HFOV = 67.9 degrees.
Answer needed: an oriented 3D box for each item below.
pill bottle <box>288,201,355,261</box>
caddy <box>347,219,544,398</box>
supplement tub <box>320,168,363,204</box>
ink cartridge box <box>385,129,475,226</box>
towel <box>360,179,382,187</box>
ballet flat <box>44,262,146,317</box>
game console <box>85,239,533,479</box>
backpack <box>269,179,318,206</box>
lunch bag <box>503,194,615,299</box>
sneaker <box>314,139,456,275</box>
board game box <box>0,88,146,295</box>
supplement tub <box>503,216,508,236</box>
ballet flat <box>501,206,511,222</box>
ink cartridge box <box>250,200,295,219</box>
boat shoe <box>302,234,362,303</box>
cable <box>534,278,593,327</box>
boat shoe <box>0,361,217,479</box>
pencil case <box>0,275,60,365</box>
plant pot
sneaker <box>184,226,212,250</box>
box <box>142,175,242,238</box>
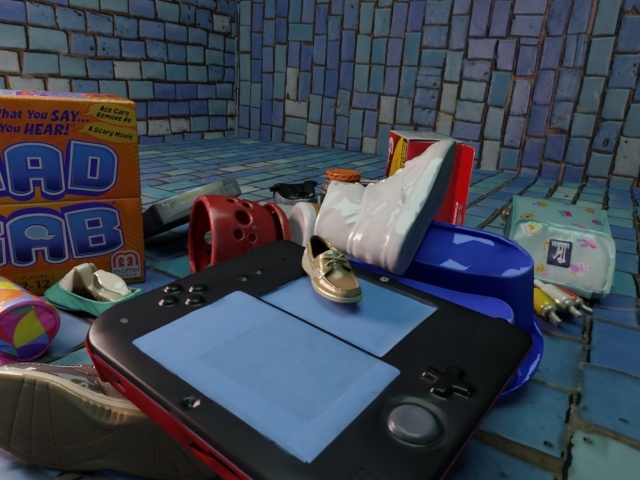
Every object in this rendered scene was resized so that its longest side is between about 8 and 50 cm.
[{"bbox_3d":[0.053,-0.007,1.006,0.229,0.131,0.131,5,16,-23],"label":"pill bottle"},{"bbox_3d":[0.162,0.104,0.731,0.341,0.179,0.241,15,43,29],"label":"caddy"},{"bbox_3d":[0.056,-0.091,1.277,0.117,0.190,0.117,3,18,-1],"label":"supplement tub"},{"bbox_3d":[0.229,-0.084,1.093,0.130,0.309,0.272,2,18,-4],"label":"ink cartridge box"},{"bbox_3d":[0.108,-0.111,1.413,0.144,0.197,0.029,1,57,-12],"label":"towel"},{"bbox_3d":[-0.385,0.085,0.819,0.247,0.087,0.083,13,21,28],"label":"ballet flat"},{"bbox_3d":[-0.013,0.107,0.515,0.387,0.060,0.342,20,33,34],"label":"game console"},{"bbox_3d":[-0.067,-0.115,1.455,0.152,0.115,0.182,-12,21,-9],"label":"backpack"},{"bbox_3d":[0.531,0.021,1.085,0.223,0.160,0.262,13,36,17],"label":"lunch bag"},{"bbox_3d":[0.101,-0.080,0.750,0.169,0.108,0.292,15,46,26],"label":"sneaker"},{"bbox_3d":[-0.580,-0.118,0.976,0.357,0.356,0.356,-6,20,-27],"label":"board game box"},{"bbox_3d":[0.593,-0.029,1.381,0.107,0.071,0.071,14,21,26],"label":"supplement tub"},{"bbox_3d":[0.713,-0.062,1.546,0.250,0.058,0.084,9,-17,0],"label":"ballet flat"},{"bbox_3d":[-0.145,-0.052,1.300,0.231,0.078,0.134,8,18,13],"label":"ink cartridge box"},{"bbox_3d":[0.011,0.032,0.585,0.050,0.045,0.135,-7,24,-24],"label":"boat shoe"},{"bbox_3d":[0.406,0.069,0.954,0.139,0.072,0.287,-5,38,-30],"label":"cable"},{"bbox_3d":[-0.232,0.187,0.524,0.285,0.102,0.092,8,13,3],"label":"boat shoe"},{"bbox_3d":[-0.497,0.106,0.719,0.236,0.104,0.104,16,22,35],"label":"pencil case"},{"bbox_3d":[-0.159,0.004,0.950,0.174,0.191,0.191,-3,19,-28],"label":"plant pot"},{"bbox_3d":[-0.242,-0.001,1.150,0.232,0.090,0.115,8,-14,47],"label":"sneaker"},{"bbox_3d":[-0.339,-0.080,1.198,0.231,0.056,0.183,-29,5,-39],"label":"box"}]
